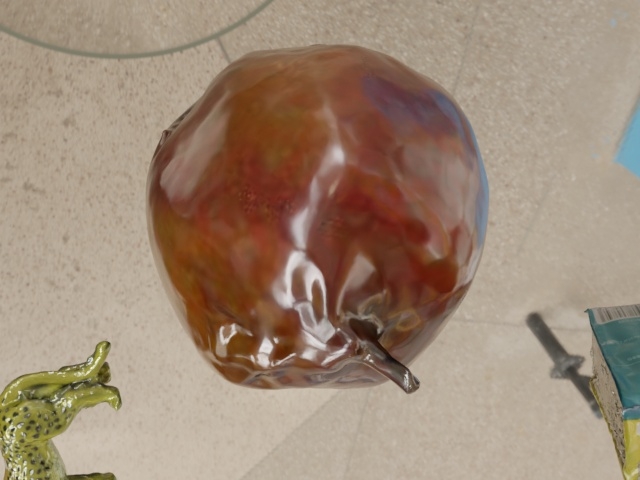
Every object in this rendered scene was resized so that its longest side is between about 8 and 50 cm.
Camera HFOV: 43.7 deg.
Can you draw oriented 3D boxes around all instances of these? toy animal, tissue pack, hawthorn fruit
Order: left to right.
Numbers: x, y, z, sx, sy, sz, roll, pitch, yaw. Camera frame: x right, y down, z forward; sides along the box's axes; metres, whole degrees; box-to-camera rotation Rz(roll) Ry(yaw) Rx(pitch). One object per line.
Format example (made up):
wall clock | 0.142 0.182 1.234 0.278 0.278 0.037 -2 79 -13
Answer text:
toy animal | -0.236 0.176 0.672 0.136 0.073 0.181 -8 111 -30
hawthorn fruit | -0.006 -0.011 0.693 0.308 0.325 0.308 13 146 9
tissue pack | 0.273 0.098 0.531 0.169 0.120 0.082 -6 117 8
